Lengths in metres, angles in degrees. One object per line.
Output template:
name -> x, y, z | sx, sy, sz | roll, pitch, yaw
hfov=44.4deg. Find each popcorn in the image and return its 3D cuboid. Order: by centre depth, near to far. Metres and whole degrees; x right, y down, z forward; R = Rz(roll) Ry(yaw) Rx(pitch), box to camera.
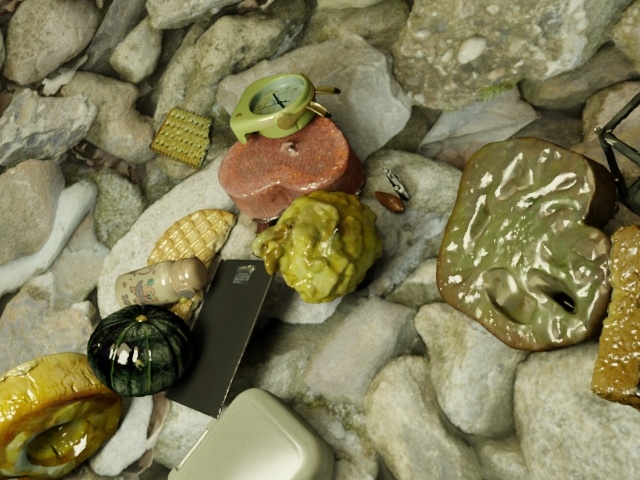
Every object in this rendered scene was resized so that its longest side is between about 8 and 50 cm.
popcorn -> 0.000, 0.000, 1.566 | 0.266, 0.192, 0.233 | -11, 64, -20

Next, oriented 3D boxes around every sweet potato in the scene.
sweet potato -> 0.147, -0.082, 1.649 | 0.034, 0.034, 0.095 | -50, 46, 0

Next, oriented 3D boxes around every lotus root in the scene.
lotus root -> 0.360, 0.011, 1.379 | 0.375, 0.111, 0.390 | -37, 62, 42

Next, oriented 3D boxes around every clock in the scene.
clock -> -0.075, -0.293, 1.716 | 0.232, 0.069, 0.170 | -3, 46, 27

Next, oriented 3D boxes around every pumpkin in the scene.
pumpkin -> -0.380, 0.229, 1.662 | 0.220, 0.220, 0.162 | 30, 123, 36

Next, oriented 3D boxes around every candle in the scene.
candle -> -0.060, -0.194, 1.747 | 0.317, 0.131, 0.287 | -1, 57, 21

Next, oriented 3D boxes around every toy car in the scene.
toy car -> 0.159, -0.123, 1.657 | 0.025, 0.041, 0.093 | -34, 56, 7

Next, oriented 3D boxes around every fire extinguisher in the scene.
fire extinguisher -> -0.125, -0.027, 1.773 | 0.056, 0.039, 0.132 | -1, 66, 22

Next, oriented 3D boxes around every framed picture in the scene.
framed picture -> -0.213, 0.196, 1.669 | 0.255, 0.014, 0.338 | -1, 64, 56

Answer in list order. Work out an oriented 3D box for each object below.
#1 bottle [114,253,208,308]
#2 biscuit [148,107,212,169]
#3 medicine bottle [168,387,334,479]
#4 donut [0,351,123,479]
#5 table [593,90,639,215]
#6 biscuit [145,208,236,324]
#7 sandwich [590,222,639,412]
bottle -> -0.350, 0.101, 1.748 | 0.209, 0.097, 0.110 | -17, 52, 25
biscuit -> -0.351, -0.270, 2.032 | 0.203, 0.016, 0.144 | 21, 79, 36
medicine bottle -> -0.156, 0.483, 1.492 | 0.282, 0.123, 0.375 | 36, 87, 37
donut -> -0.580, 0.392, 1.668 | 0.330, 0.330, 0.160 | -45, 60, 3
table -> 0.648, -0.099, 1.224 | 0.222, 0.272, 0.335 | -45, 53, 4
biscuit -> -0.330, 0.056, 1.846 | 0.204, 0.040, 0.309 | 14, 75, 36
sandwich -> 0.531, 0.138, 1.198 | 0.095, 0.249, 0.273 | -9, 60, 52
